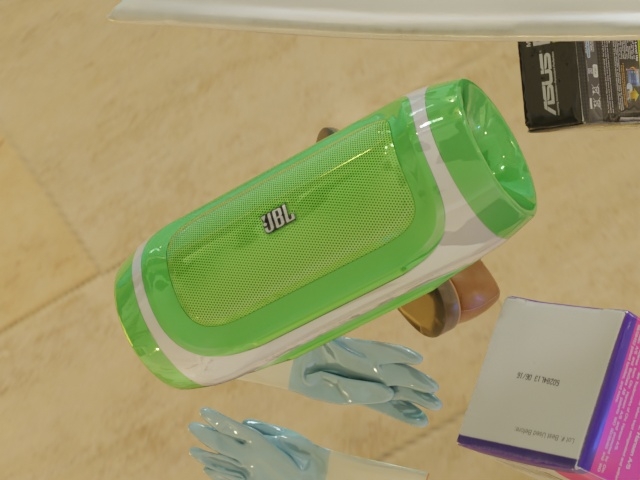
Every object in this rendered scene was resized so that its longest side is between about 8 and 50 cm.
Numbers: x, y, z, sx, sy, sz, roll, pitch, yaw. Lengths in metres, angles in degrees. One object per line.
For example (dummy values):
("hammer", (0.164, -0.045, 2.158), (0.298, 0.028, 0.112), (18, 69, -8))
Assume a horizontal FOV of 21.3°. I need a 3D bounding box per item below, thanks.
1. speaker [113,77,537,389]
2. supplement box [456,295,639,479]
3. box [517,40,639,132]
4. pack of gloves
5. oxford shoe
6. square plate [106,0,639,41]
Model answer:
("speaker", (0.000, 0.000, 1.215), (0.296, 0.131, 0.131), (-28, 105, 21))
("supplement box", (0.218, 0.130, 1.165), (0.220, 0.111, 0.114), (30, 75, -37))
("box", (0.242, -0.225, 1.397), (0.060, 0.216, 0.270), (-5, 91, 43))
("pack of gloves", (-0.005, 0.153, 1.532), (0.232, 0.046, 0.195), (16, 116, 11))
("oxford shoe", (0.066, -0.013, 1.368), (0.076, 0.212, 0.076), (-18, 148, -30))
("square plate", (0.132, -0.140, 0.827), (0.347, 0.344, 0.049), (6, 106, 30))
